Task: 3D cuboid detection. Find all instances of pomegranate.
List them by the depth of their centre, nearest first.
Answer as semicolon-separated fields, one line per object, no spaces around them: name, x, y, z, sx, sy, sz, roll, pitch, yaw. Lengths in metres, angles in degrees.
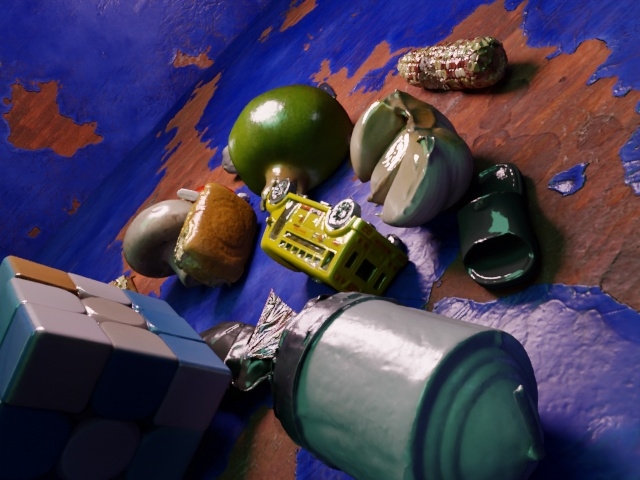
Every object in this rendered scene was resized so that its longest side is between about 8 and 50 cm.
pomegranate;-0.095;-0.220;1.343;0.310;0.216;0.358;-23;40;32

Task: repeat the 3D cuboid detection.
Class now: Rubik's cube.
Rubik's cube;-0.423;0.273;0.995;0.344;0.347;0.346;26;93;50

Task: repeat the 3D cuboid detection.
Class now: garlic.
garlic;0.155;-0.128;0.972;0.281;0.185;0.203;58;134;41

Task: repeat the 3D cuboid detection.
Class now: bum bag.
bum bag;-0.178;0.217;1.094;0.326;0.079;0.142;-2;43;50

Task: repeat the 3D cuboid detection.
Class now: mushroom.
mushroom;-0.363;0.025;1.443;0.244;0.243;0.243;-33;34;26
mushroom;-0.201;-0.260;1.615;0.278;0.099;0.096;-30;69;55

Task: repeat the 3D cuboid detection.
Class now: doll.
doll;-0.279;-0.113;1.532;0.217;0.183;0.085;82;-169;-86

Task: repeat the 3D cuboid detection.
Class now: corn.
corn;0.254;-0.354;1.157;0.098;0.098;0.290;-54;29;-8

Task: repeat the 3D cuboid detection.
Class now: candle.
candle;0.106;0.184;0.638;0.343;0.221;0.221;11;65;53

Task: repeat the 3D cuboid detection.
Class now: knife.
knife;0.020;-0.420;1.612;0.031;0.018;0.121;-37;33;7

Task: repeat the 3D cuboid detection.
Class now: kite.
kite;-0.066;0.152;1.030;0.189;0.009;0.232;-35;36;-18

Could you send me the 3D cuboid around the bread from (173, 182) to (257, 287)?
bread;-0.245;-0.012;1.346;0.121;0.174;0.245;-21;39;34

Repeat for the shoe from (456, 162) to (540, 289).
shoe;0.244;-0.040;0.830;0.108;0.093;0.241;-24;37;34

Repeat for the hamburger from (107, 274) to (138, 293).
hamburger;-0.546;0.195;1.521;0.156;0.245;0.282;-27;-16;-11

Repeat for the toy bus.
toy bus;0.000;0.000;1.048;0.152;0.144;0.330;-57;34;-6
